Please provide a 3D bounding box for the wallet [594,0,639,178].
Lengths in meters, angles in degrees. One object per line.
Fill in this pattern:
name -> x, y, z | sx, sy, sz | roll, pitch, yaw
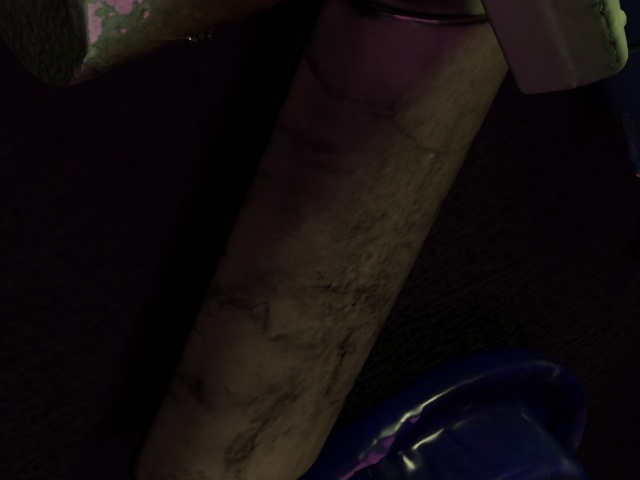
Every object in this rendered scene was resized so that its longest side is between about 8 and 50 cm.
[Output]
wallet -> 0.189, -0.103, 0.866 | 0.141, 0.059, 0.202 | -13, 153, 12

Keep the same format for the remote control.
remote control -> 0.036, -0.183, 0.553 | 0.050, 0.145, 0.344 | -12, 152, 13

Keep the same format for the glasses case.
glasses case -> 0.000, 0.000, 0.832 | 0.114, 0.060, 0.299 | -15, 142, -40

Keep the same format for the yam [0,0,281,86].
yam -> -0.031, -0.108, 0.647 | 0.169, 0.068, 0.068 | -25, 147, -24

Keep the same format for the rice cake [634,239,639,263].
rice cake -> 0.201, -0.022, 1.064 | 0.021, 0.022, 0.121 | -17, 143, -20

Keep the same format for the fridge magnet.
fridge magnet -> 0.051, 0.170, 1.062 | 0.265, 0.113, 0.265 | -30, 149, -20
